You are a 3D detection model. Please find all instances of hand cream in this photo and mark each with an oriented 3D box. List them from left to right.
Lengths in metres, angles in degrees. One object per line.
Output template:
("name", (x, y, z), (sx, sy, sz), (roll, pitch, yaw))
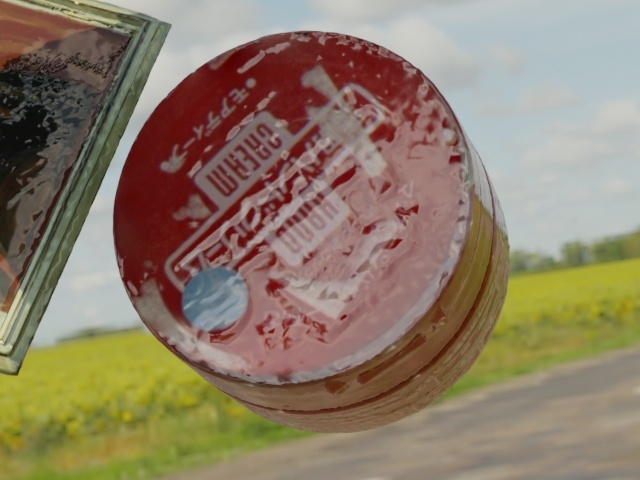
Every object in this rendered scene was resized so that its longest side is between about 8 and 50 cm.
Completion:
("hand cream", (0.000, 0.000, 1.116), (0.230, 0.230, 0.149), (-9, -21, 15))

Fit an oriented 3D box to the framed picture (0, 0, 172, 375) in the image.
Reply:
("framed picture", (-0.228, -0.062, 1.064), (0.216, 0.273, 0.016), (15, -36, 4))
